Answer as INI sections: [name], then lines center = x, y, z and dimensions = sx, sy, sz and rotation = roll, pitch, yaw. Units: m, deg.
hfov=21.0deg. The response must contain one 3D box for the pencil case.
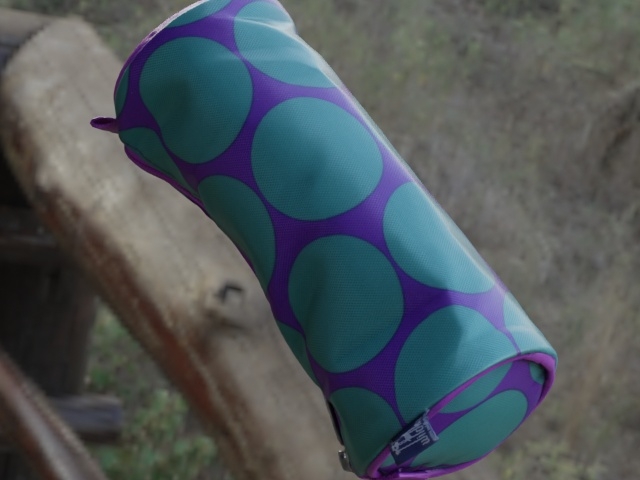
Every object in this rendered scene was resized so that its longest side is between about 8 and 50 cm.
[pencil case]
center = 0.000, 0.000, 0.510
dimensions = 0.151, 0.070, 0.064
rotation = 54, 10, 20
